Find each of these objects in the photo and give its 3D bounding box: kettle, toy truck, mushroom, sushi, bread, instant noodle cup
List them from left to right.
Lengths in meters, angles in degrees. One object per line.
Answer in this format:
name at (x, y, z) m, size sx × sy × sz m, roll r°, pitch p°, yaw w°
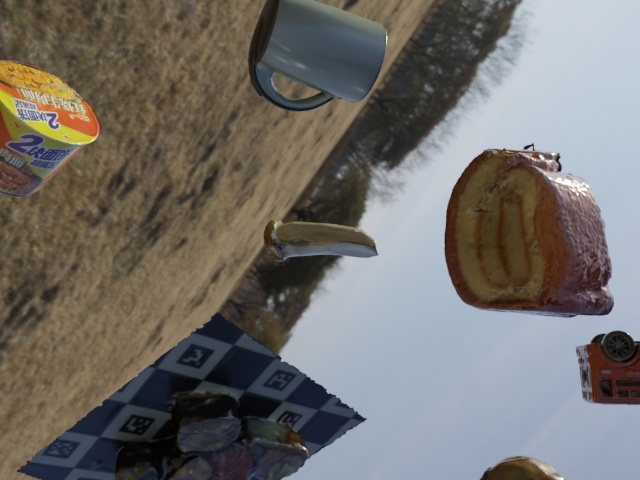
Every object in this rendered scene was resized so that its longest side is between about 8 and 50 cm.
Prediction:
instant noodle cup at (-0.547, -0.197, 1.162) m, size 0.174 × 0.213 × 0.213 m, roll -43°, pitch -173°, yaw 22°
sushi at (-0.136, 0.279, 0.789) m, size 0.320 × 0.339 × 0.069 m, roll -36°, pitch -137°, yaw 9°
kettle at (-0.021, -0.357, 1.240) m, size 0.161 × 0.236 × 0.221 m, roll -114°, pitch -137°, yaw -57°
mushroom at (0.000, 0.000, 1.091) m, size 0.084 × 0.209 × 0.071 m, roll 66°, pitch 31°, yaw -53°
bread at (0.267, -0.012, 0.842) m, size 0.123 × 0.244 × 0.190 m, roll -3°, pitch 174°, yaw -43°
toy truck at (0.521, 0.192, 0.935) m, size 0.107 × 0.252 × 0.114 m, roll 46°, pitch 44°, yaw -73°

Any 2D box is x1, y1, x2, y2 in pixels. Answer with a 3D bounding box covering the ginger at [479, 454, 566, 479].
ginger at (0.266, 0.306, 0.554) m, size 0.165 × 0.321 × 0.172 m, roll -179°, pitch -72°, yaw -74°
